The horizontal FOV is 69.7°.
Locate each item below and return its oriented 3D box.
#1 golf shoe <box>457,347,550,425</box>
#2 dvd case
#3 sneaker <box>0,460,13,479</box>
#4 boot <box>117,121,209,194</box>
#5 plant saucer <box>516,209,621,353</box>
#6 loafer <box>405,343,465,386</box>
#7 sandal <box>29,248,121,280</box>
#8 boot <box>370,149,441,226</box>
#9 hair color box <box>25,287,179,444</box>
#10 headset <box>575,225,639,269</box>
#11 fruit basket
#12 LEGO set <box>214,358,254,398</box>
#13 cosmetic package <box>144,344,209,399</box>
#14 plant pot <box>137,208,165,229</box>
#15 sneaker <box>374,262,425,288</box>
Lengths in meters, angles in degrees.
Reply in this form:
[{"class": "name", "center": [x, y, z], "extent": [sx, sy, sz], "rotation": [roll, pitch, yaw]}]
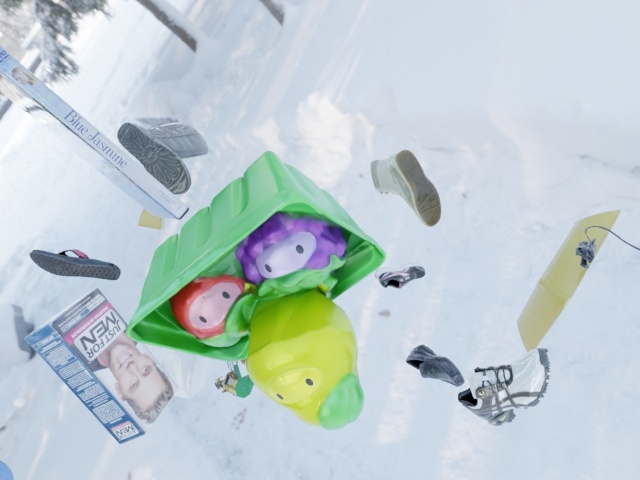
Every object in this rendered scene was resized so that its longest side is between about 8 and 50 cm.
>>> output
[{"class": "golf shoe", "center": [0.300, 0.240, 0.762], "extent": [0.077, 0.094, 0.198], "rotation": [-70, 0, -52]}, {"class": "dvd case", "center": [-0.286, -0.116, 0.572], "extent": [0.022, 0.253, 0.180], "rotation": [-53, 26, -15]}, {"class": "sneaker", "center": [-0.662, 0.445, 0.801], "extent": [0.232, 0.081, 0.090], "rotation": [-12, 11, 9]}, {"class": "boot", "center": [-0.295, -0.179, 0.958], "extent": [0.076, 0.189, 0.208], "rotation": [-42, -2, 14]}, {"class": "plant saucer", "center": [0.641, 0.106, 1.231], "extent": [0.081, 0.333, 0.333], "rotation": [32, 64, 25]}, {"class": "loafer", "center": [0.315, 0.356, 1.275], "extent": [0.078, 0.076, 0.223], "rotation": [-35, 15, -13]}, {"class": "sandal", "center": [-0.505, 0.046, 0.958], "extent": [0.067, 0.179, 0.040], "rotation": [111, 166, -49]}, {"class": "boot", "center": [0.223, -0.132, 1.227], "extent": [0.077, 0.213, 0.165], "rotation": [-35, 13, -19]}, {"class": "hair color box", "center": [-0.527, 0.309, 1.143], "extent": [0.105, 0.347, 0.174], "rotation": [-27, 15, 22]}, {"class": "headset", "center": [0.734, -0.023, 0.918], "extent": [0.394, 0.185, 0.243], "rotation": [-15, 90, 37]}, {"class": "fruit basket", "center": [-0.076, 0.108, 0.709], "extent": [0.392, 0.283, 0.392], "rotation": [-19, 58, 33]}, {"class": "LEGO set", "center": [-0.252, 0.281, 1.364], "extent": [0.192, 0.331, 0.255], "rotation": [2, 29, 46]}, {"class": "cosmetic package", "center": [-0.485, 0.367, 1.500], "extent": [0.138, 0.224, 0.224], "rotation": [21, -100, -84]}, {"class": "plant pot", "center": [-0.616, -0.090, 1.688], "extent": [0.081, 0.081, 0.083], "rotation": [-138, 58, -79]}, {"class": "sneaker", "center": [0.286, 0.136, 1.616], "extent": [0.178, 0.072, 0.077], "rotation": [-10, 41, -6]}]
